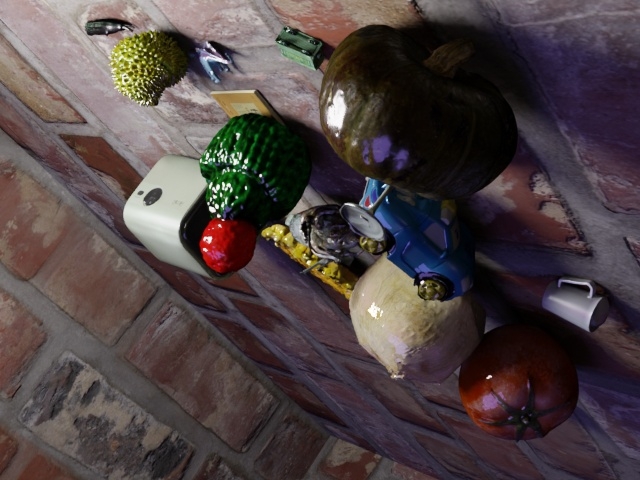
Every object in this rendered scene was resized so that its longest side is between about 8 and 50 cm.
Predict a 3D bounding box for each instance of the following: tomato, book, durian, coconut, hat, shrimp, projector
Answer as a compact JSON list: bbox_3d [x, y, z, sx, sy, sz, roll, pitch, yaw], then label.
[{"bbox_3d":[0.439,0.310,2.077,0.264,0.265,0.265,30,160,13],"label":"tomato"},{"bbox_3d":[-0.157,-0.283,2.027,0.172,0.012,0.118,10,149,50],"label":"book"},{"bbox_3d":[-0.362,-0.371,1.958,0.146,0.159,0.198,49,-169,-10],"label":"durian"},{"bbox_3d":[0.204,0.168,2.033,0.297,0.254,0.297,43,-177,-2],"label":"coconut"},{"bbox_3d":[-0.173,-0.092,1.990,0.242,0.332,0.274,24,163,3],"label":"hat"},{"bbox_3d":[0.026,0.001,2.142,0.137,0.172,0.372,7,-176,-18],"label":"shrimp"},{"bbox_3d":[-0.325,-0.063,2.447,0.249,0.249,0.248,16,153,42],"label":"projector"}]

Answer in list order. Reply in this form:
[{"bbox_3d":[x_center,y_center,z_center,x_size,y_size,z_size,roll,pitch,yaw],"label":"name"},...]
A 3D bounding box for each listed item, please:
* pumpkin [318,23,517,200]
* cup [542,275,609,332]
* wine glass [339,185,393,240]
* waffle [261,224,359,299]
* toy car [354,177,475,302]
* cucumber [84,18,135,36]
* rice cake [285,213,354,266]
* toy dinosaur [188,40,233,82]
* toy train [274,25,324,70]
[{"bbox_3d":[0.136,-0.201,1.385,0.324,0.242,0.232,32,-161,13],"label":"pumpkin"},{"bbox_3d":[0.500,0.114,1.816,0.116,0.074,0.104,26,135,36],"label":"cup"},{"bbox_3d":[0.122,-0.090,1.558,0.122,0.183,0.122,32,160,13],"label":"wine glass"},{"bbox_3d":[-0.014,0.053,2.410,0.329,0.062,0.329,36,176,3],"label":"waffle"},{"bbox_3d":[0.206,-0.023,1.823,0.314,0.198,0.166,39,128,-17],"label":"toy car"},{"bbox_3d":[-0.471,-0.471,2.065,0.043,0.039,0.163,24,173,-40],"label":"cucumber"},{"bbox_3d":[0.000,0.001,2.392,0.207,0.033,0.033,35,171,-4],"label":"rice cake"},{"bbox_3d":[-0.221,-0.366,1.892,0.080,0.045,0.197,52,164,-29],"label":"toy dinosaur"},{"bbox_3d":[-0.035,-0.343,1.664,0.093,0.038,0.056,27,165,20],"label":"toy train"}]
